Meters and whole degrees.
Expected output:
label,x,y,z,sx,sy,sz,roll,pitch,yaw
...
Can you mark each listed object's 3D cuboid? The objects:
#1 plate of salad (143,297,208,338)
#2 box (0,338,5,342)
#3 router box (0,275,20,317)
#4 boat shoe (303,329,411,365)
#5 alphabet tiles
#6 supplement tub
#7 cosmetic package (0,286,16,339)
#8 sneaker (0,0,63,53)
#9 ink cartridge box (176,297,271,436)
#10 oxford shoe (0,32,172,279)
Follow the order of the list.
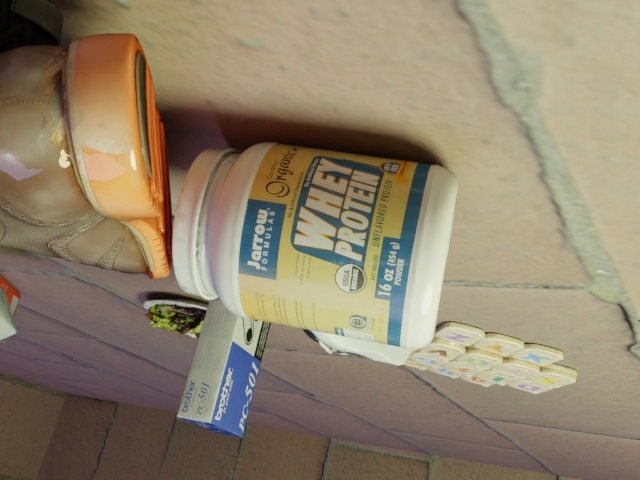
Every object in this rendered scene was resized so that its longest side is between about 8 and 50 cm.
label,x,y,z,sx,sy,sz,roll,pitch,yaw
plate of salad,-0.205,0.144,1.171,0.200,0.048,0.200,12,158,5
box,-0.889,0.144,1.544,0.308,0.076,0.242,4,157,24
router box,-0.743,0.051,1.215,0.336,0.082,0.301,14,159,-1
boat shoe,0.016,0.079,0.808,0.102,0.108,0.301,0,162,27
alphabet tiles,0.225,0.180,1.041,0.284,0.021,0.278,15,159,-5
supplement tub,0.000,0.000,0.550,0.200,0.144,0.144,9,158,10
cosmetic package,-0.651,0.105,0.913,0.378,0.097,0.284,-24,145,-13
sneaker,-0.214,-0.151,0.383,0.146,0.102,0.293,16,163,-25
ink cartridge box,-0.103,0.120,0.826,0.046,0.207,0.097,5,157,19
oxford shoe,-0.180,-0.044,0.508,0.133,0.129,0.363,-5,167,-10
